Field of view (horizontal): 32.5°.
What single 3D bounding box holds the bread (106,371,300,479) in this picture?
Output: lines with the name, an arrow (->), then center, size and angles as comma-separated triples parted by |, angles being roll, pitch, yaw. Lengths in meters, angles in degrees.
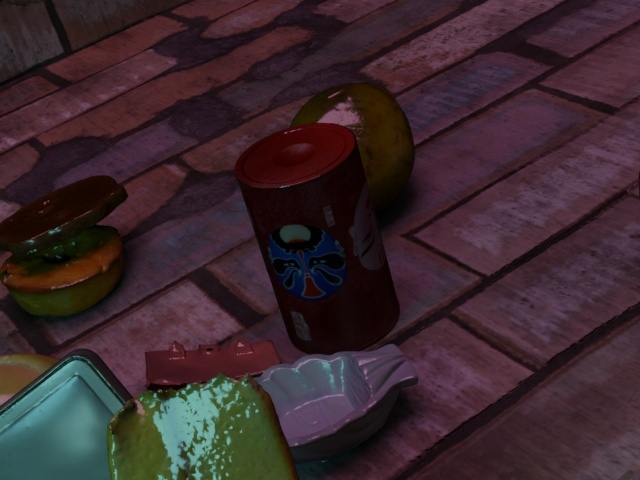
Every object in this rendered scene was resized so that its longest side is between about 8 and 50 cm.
bread -> -0.118, 0.359, 1.260 | 0.233, 0.362, 0.245 | -16, 29, -1

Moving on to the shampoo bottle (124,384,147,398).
shampoo bottle -> -0.263, 0.293, 1.710 | 0.074, 0.074, 0.192 | -29, 32, -19

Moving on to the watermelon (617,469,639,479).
watermelon -> 0.390, 0.347, 1.300 | 0.121, 0.098, 0.158 | -26, 36, -15

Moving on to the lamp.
lamp -> -0.333, 0.316, 1.466 | 0.269, 0.266, 0.047 | -37, 8, 8

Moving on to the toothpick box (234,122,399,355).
toothpick box -> 0.000, 0.000, 1.806 | 0.204, 0.333, 0.204 | -13, 32, 8

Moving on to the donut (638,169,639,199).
donut -> 0.685, -0.010, 1.671 | 0.435, 0.164, 0.377 | 21, 48, 43

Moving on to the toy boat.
toy boat -> 0.004, 0.250, 1.629 | 0.290, 0.100, 0.199 | -22, 32, -8

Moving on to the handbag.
handbag -> -0.172, 0.208, 1.756 | 0.212, 0.059, 0.157 | -5, 18, -9

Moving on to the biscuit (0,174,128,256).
biscuit -> -0.518, -0.049, 2.197 | 0.273, 0.049, 0.257 | -33, 25, -23

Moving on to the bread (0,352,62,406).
bread -> -0.435, 0.300, 1.613 | 0.315, 0.270, 0.211 | -4, 17, 14

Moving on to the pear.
pear -> 0.053, -0.170, 2.149 | 0.269, 0.269, 0.321 | 7, 51, 34

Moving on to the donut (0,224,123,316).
donut -> -0.507, 0.053, 2.174 | 0.253, 0.118, 0.253 | -14, 29, 8
